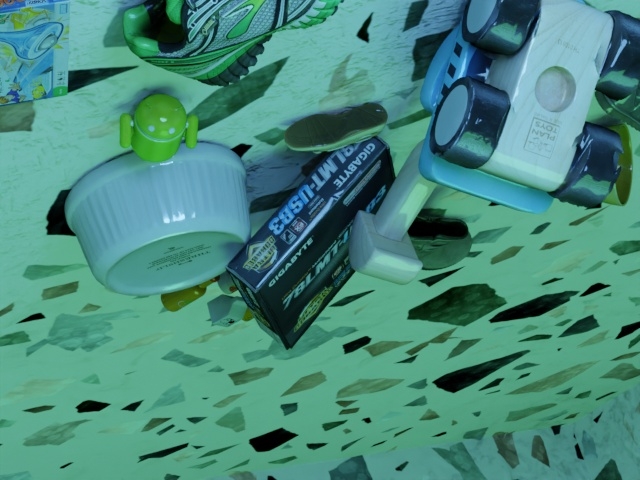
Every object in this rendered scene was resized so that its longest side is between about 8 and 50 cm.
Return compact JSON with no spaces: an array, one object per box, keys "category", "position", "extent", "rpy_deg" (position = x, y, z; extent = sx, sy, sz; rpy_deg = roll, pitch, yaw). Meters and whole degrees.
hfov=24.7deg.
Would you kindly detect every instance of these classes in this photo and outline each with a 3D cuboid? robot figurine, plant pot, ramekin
[{"category":"robot figurine","position":[-0.209,-0.145,1.886],"extent":[0.101,0.067,0.115],"rpy_deg":[2,154,-15]},{"category":"plant pot","position":[0.451,-0.123,2.399],"extent":[0.095,0.134,0.134],"rpy_deg":[1,167,25]},{"category":"ramekin","position":[-0.223,-0.021,2.096],"extent":[0.273,0.127,0.273],"rpy_deg":[-15,158,-6]}]

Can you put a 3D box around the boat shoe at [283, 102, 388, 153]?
[{"category":"boat shoe","position":[0.021,-0.152,2.070],"extent":[0.153,0.056,0.048],"rpy_deg":[-19,155,-16]}]

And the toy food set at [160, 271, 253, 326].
[{"category":"toy food set","position":[-0.153,0.065,2.378],"extent":[0.104,0.111,0.232],"rpy_deg":[-29,153,28]}]

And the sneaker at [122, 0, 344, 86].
[{"category":"sneaker","position":[-0.087,-0.274,1.579],"extent":[0.146,0.134,0.343],"rpy_deg":[3,151,-41]}]

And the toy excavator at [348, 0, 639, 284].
[{"category":"toy excavator","position":[0.202,-0.132,1.959],"extent":[0.222,0.433,0.445],"rpy_deg":[17,-179,-18]}]

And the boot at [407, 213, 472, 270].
[{"category":"boot","position":[0.198,-0.001,2.472],"extent":[0.246,0.083,0.161],"rpy_deg":[1,171,-36]}]

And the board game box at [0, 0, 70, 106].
[{"category":"board game box","position":[-0.353,-0.217,1.645],"extent":[0.136,0.035,0.201],"rpy_deg":[-12,158,-15]}]

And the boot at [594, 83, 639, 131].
[{"category":"boot","position":[0.544,-0.251,2.229],"extent":[0.208,0.076,0.189],"rpy_deg":[-39,153,30]}]

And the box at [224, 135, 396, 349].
[{"category":"box","position":[0.000,0.000,2.212],"extent":[0.295,0.073,0.293],"rpy_deg":[-49,162,-11]}]
